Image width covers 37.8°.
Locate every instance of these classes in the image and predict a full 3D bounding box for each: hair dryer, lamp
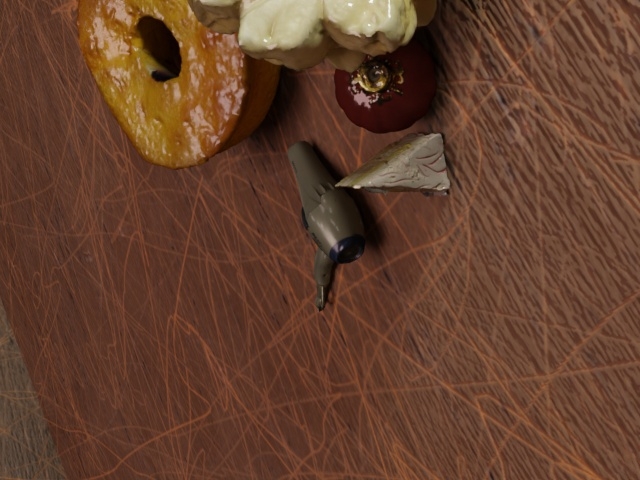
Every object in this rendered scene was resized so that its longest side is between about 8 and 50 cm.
[{"bbox_3d":[-0.005,-0.021,1.118,0.199,0.067,0.167,110,145,-63],"label":"hair dryer"},{"bbox_3d":[0.062,-0.154,0.903,0.101,0.090,0.101,1,93,17],"label":"lamp"}]

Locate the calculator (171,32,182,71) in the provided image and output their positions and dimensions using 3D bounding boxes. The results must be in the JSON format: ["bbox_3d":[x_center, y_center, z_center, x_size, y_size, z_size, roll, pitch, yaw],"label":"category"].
[{"bbox_3d":[-0.209,-0.288,1.302,0.330,0.048,0.220,60,143,17],"label":"calculator"}]

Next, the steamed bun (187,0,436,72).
[{"bbox_3d":[-0.003,-0.285,0.843,0.295,0.137,0.292,0,79,15],"label":"steamed bun"}]

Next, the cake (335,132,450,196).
[{"bbox_3d":[0.066,-0.070,0.902,0.052,0.121,0.065,8,101,49],"label":"cake"}]

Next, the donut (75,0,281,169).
[{"bbox_3d":[-0.170,-0.242,1.155,0.303,0.110,0.303,13,111,37],"label":"donut"}]
